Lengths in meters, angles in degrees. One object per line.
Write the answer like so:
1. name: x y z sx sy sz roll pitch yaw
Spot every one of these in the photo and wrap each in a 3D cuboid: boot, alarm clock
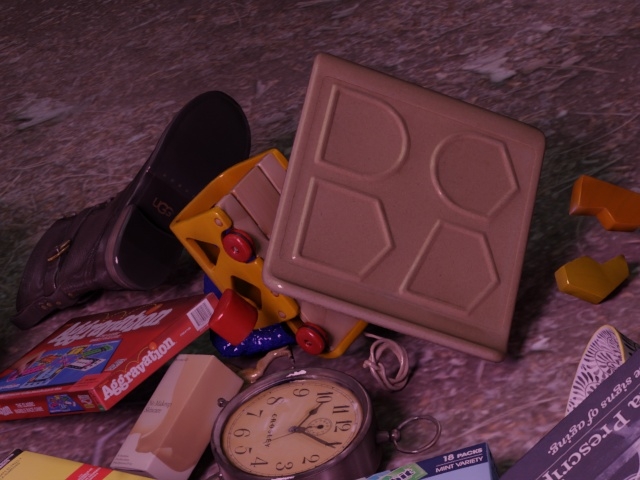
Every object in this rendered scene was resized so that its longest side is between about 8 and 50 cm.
1. boot: -0.201 -0.031 1.867 0.229 0.091 0.263 -14 38 53
2. alarm clock: 0.002 0.159 1.444 0.192 0.064 0.129 -8 35 18

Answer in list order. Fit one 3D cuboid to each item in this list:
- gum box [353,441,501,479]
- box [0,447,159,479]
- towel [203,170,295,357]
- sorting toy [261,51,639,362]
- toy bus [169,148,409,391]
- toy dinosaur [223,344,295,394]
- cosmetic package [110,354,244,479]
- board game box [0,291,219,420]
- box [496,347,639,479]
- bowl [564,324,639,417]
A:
1. gum box: 0.055 0.228 1.302 0.157 0.041 0.184 -18 26 10
2. box: -0.167 0.223 1.436 0.232 0.087 0.058 4 36 44
3. towel: 0.000 0.000 1.747 0.227 0.076 0.308 -23 24 6
4. sorting toy: 0.114 -0.012 1.530 0.041 0.307 0.229 131 154 -61
5. toy bus: -0.032 0.026 1.548 0.191 0.202 0.104 9 -16 -35
6. toy dinosaur: -0.060 0.124 1.575 0.092 0.053 0.183 -23 26 2
7. cosmetic package: -0.118 0.152 1.535 0.060 0.041 0.115 -5 49 51
8. board game box: -0.209 0.108 1.667 0.145 0.027 0.281 -38 14 -31
9. box: 0.237 0.202 0.942 0.343 0.179 0.312 -44 28 2
10. bowl: 0.216 0.146 1.242 0.080 0.170 0.170 10 27 -5
